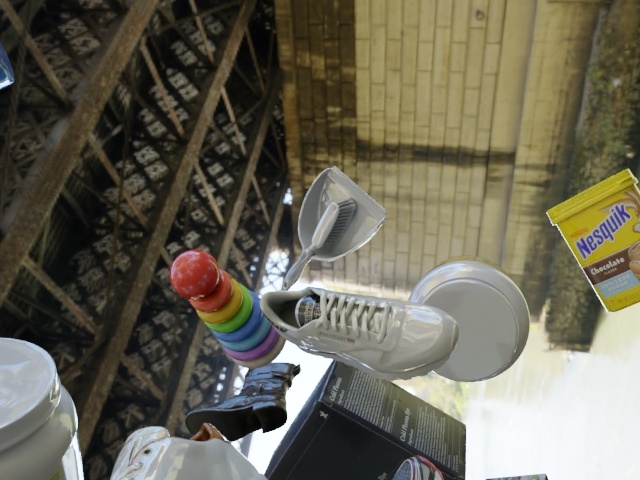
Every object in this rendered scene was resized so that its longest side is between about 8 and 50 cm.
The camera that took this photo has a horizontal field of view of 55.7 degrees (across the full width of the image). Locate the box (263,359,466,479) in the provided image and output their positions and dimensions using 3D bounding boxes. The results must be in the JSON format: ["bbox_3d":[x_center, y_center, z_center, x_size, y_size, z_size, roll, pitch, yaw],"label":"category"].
[{"bbox_3d":[0.077,0.464,1.244,0.343,0.312,0.179,-60,0,26],"label":"box"}]

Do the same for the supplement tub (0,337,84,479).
[{"bbox_3d":[-0.450,0.323,0.827,0.235,0.235,0.325,-60,-22,-62],"label":"supplement tub"}]

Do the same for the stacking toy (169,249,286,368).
[{"bbox_3d":[-0.181,0.128,1.178,0.330,0.141,0.141,60,-144,-52],"label":"stacking toy"}]

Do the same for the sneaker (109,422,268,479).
[{"bbox_3d":[-0.155,0.227,0.480,0.106,0.123,0.290,-48,-17,16],"label":"sneaker"}]

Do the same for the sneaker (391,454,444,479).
[{"bbox_3d":[0.019,0.344,0.635,0.299,0.112,0.121,-43,-7,-20],"label":"sneaker"}]

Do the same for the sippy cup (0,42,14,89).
[{"bbox_3d":[-0.696,-0.328,1.090,0.305,0.224,0.240,39,152,61],"label":"sippy cup"}]

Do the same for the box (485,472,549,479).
[{"bbox_3d":[0.380,0.523,1.084,0.036,0.114,0.207,-31,-79,-60],"label":"box"}]

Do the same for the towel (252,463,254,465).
[{"bbox_3d":[-0.147,0.290,0.759,0.067,0.119,0.029,45,-136,-55],"label":"towel"}]

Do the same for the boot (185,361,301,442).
[{"bbox_3d":[-0.178,0.378,1.464,0.229,0.262,0.091,-89,-8,-71],"label":"boot"}]

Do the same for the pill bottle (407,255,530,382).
[{"bbox_3d":[0.238,0.122,0.986,0.334,0.187,0.188,-1,-84,-76],"label":"pill bottle"}]

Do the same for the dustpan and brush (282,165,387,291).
[{"bbox_3d":[0.000,0.000,1.003,0.060,0.147,0.211,-4,-49,-50],"label":"dustpan and brush"}]

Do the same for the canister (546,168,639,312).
[{"bbox_3d":[0.422,0.003,0.861,0.073,0.126,0.170,-11,-109,-57],"label":"canister"}]

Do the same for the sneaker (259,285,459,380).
[{"bbox_3d":[0.038,0.097,0.685,0.095,0.235,0.090,46,-128,-45],"label":"sneaker"}]
